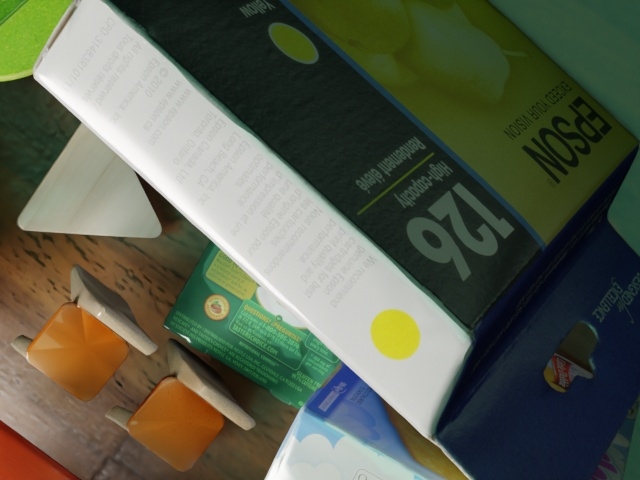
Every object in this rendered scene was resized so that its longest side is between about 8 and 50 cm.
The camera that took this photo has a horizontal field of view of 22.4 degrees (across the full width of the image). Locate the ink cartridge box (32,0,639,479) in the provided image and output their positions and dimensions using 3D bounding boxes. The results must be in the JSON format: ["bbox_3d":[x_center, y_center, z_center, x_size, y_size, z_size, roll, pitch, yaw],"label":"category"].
[{"bbox_3d":[0.058,-0.037,0.803,0.307,0.303,0.072,41,120,6],"label":"ink cartridge box"}]

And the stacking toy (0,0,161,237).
[{"bbox_3d":[-0.262,-0.080,0.986,0.279,0.130,0.309,-17,95,-14],"label":"stacking toy"}]

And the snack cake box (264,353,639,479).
[{"bbox_3d":[0.072,0.118,0.828,0.152,0.264,0.089,28,107,8],"label":"snack cake box"}]

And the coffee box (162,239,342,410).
[{"bbox_3d":[0.000,0.000,0.949,0.113,0.040,0.184,30,100,6],"label":"coffee box"}]

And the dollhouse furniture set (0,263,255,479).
[{"bbox_3d":[-0.198,0.132,0.879,0.259,0.135,0.262,41,87,-23],"label":"dollhouse furniture set"}]
